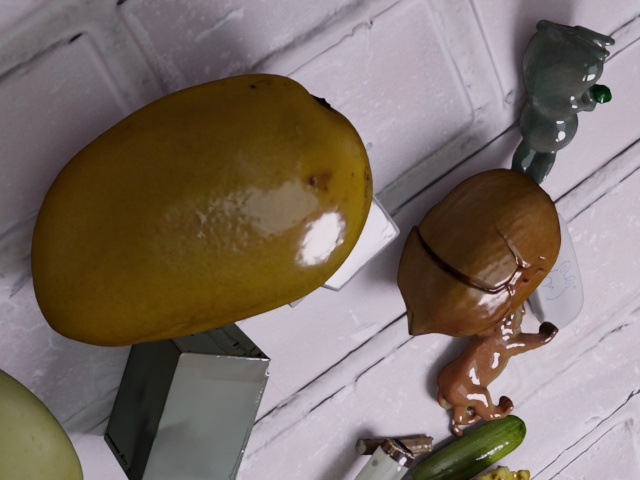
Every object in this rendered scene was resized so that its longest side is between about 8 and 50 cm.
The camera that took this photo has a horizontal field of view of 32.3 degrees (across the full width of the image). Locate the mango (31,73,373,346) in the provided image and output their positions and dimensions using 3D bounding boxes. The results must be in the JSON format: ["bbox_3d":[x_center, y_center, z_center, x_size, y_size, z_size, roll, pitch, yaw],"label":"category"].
[{"bbox_3d":[-0.147,-0.030,1.357,0.446,0.232,0.300,-27,112,-5],"label":"mango"}]

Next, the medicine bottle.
[{"bbox_3d":[0.000,0.000,1.547,0.188,0.088,0.132,-43,126,-7],"label":"medicine bottle"}]

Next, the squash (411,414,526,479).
[{"bbox_3d":[0.252,0.369,1.886,0.239,0.069,0.069,-26,123,-19],"label":"squash"}]

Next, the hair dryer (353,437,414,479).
[{"bbox_3d":[0.039,0.454,1.761,0.203,0.128,0.362,38,89,-37],"label":"hair dryer"}]

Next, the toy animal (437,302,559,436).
[{"bbox_3d":[0.268,0.186,1.805,0.158,0.097,0.312,27,98,-26],"label":"toy animal"}]

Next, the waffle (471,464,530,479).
[{"bbox_3d":[0.234,0.469,1.882,0.280,0.060,0.262,-35,149,7],"label":"waffle"}]

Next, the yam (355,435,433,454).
[{"bbox_3d":[0.125,0.339,1.819,0.145,0.032,0.032,5,109,-31],"label":"yam"}]

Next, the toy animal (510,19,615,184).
[{"bbox_3d":[0.348,-0.201,1.662,0.125,0.127,0.251,-10,132,-40],"label":"toy animal"}]

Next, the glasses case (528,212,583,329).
[{"bbox_3d":[0.377,0.050,1.814,0.092,0.059,0.233,-33,126,-17],"label":"glasses case"}]

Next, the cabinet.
[{"bbox_3d":[-0.180,0.217,1.507,0.150,0.145,0.206,9,107,-33],"label":"cabinet"}]

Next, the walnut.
[{"bbox_3d":[0.233,0.030,1.636,0.298,0.203,0.203,-52,127,-7],"label":"walnut"}]

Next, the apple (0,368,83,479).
[{"bbox_3d":[-0.459,0.297,1.264,0.357,0.357,0.357,-13,118,-26],"label":"apple"}]
